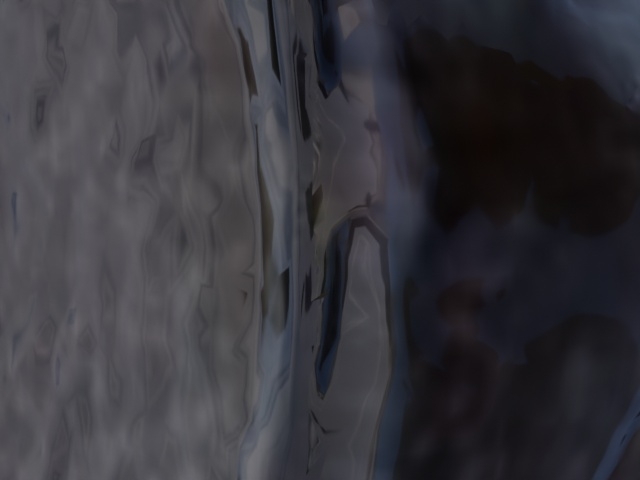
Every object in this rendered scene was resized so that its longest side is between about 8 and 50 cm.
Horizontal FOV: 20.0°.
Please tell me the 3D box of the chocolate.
[{"bbox_3d":[0.000,0.000,0.476,0.303,0.213,0.303,0,-90,57],"label":"chocolate"}]
